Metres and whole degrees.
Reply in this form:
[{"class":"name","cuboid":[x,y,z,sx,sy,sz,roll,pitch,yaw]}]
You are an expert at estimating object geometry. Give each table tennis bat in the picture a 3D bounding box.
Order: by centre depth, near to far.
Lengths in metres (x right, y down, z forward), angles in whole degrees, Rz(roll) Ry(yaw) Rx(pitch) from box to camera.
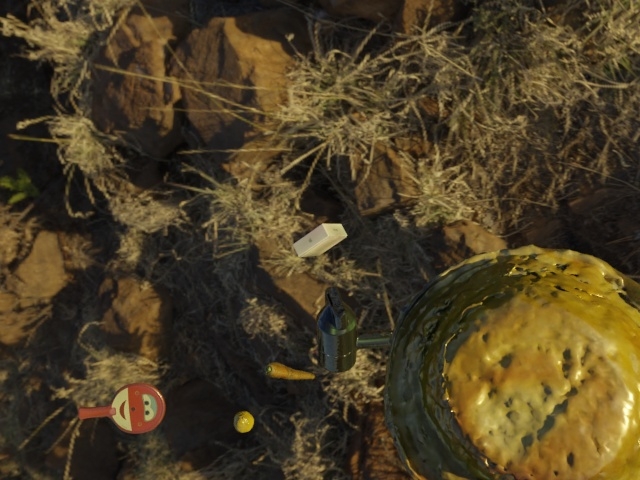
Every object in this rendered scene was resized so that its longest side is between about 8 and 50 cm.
[{"class":"table tennis bat","cuboid":[-0.366,0.313,1.098,0.019,0.154,0.098,-144,52,-78]}]

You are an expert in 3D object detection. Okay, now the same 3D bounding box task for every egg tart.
[{"class":"egg tart","cuboid":[0.294,0.198,0.816,0.442,0.178,0.444,-5,70,13]}]

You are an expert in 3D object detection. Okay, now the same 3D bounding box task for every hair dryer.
[{"class":"hair dryer","cuboid":[0.139,0.240,1.630,0.116,0.302,0.244,-96,4,-47]}]

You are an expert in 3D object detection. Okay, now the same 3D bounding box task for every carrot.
[{"class":"carrot","cuboid":[-0.089,0.422,1.884,0.049,0.254,0.049,-15,64,34]}]

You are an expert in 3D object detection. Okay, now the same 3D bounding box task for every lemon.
[{"class":"lemon","cuboid":[-0.240,0.567,1.853,0.065,0.065,0.092,57,161,20]}]

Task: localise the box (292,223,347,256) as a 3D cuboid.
[{"class":"box","cuboid":[0.000,0.000,1.911,0.129,0.130,0.051,-35,75,25]}]
